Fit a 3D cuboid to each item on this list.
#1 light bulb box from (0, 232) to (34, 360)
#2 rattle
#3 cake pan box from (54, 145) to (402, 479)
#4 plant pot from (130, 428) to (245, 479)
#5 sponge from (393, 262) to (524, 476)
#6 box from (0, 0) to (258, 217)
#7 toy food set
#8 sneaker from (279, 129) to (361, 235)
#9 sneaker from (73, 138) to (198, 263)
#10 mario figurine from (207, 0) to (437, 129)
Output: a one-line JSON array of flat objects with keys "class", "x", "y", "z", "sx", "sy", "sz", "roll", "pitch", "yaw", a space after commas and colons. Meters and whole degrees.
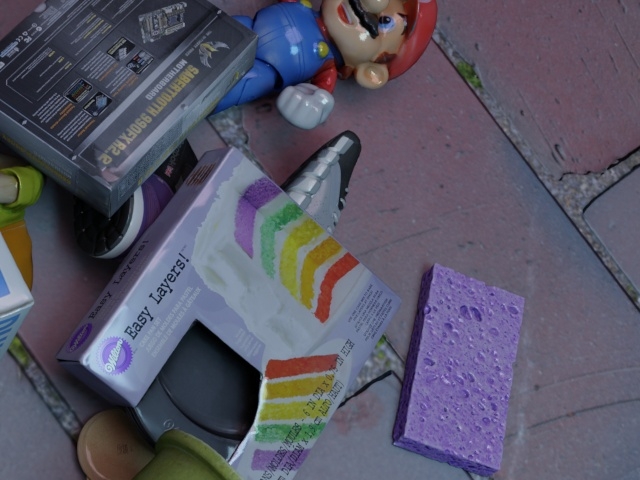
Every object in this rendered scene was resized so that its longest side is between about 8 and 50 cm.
[{"class": "light bulb box", "x": -0.424, "y": -0.010, "z": 1.066, "sx": 0.225, "sy": 0.358, "sz": 0.361, "roll": -20, "pitch": 76, "yaw": -30}, {"class": "rattle", "x": -0.364, "y": -0.031, "z": 1.306, "sx": 0.199, "sy": 0.143, "sz": 0.130, "roll": 7, "pitch": 30, "yaw": -7}, {"class": "cake pan box", "x": -0.081, "y": 0.087, "z": 1.304, "sx": 0.246, "sy": 0.070, "sz": 0.267, "roll": 43, "pitch": 67, "yaw": -20}, {"class": "plant pot", "x": -0.147, "y": 0.336, "z": 1.119, "sx": 0.254, "sy": 0.276, "sz": 0.276, "roll": -33, "pitch": 83, "yaw": -23}, {"class": "sponge", "x": 0.150, "y": 0.137, "z": 1.480, "sx": 0.117, "sy": 0.031, "sz": 0.210, "roll": 22, "pitch": 58, "yaw": -16}, {"class": "box", "x": -0.198, "y": -0.159, "z": 1.313, "sx": 0.183, "sy": 0.056, "sz": 0.231, "roll": 34, "pitch": 62, "yaw": 9}, {"class": "toy food set", "x": -0.186, "y": 0.197, "z": 1.290, "sx": 0.082, "sy": 0.020, "sz": 0.083, "roll": -17, "pitch": 75, "yaw": -32}, {"class": "sneaker", "x": 0.000, "y": 0.000, "z": 1.449, "sx": 0.132, "sy": 0.086, "sz": 0.229, "roll": 43, "pitch": 65, "yaw": -8}, {"class": "sneaker", "x": -0.182, "y": -0.092, "z": 1.403, "sx": 0.124, "sy": 0.107, "sz": 0.283, "roll": 24, "pitch": 51, "yaw": -43}, {"class": "mario figurine", "x": -0.012, "y": -0.234, "z": 1.489, "sx": 0.320, "sy": 0.170, "sz": 0.198, "roll": -17, "pitch": 109, "yaw": -24}]
